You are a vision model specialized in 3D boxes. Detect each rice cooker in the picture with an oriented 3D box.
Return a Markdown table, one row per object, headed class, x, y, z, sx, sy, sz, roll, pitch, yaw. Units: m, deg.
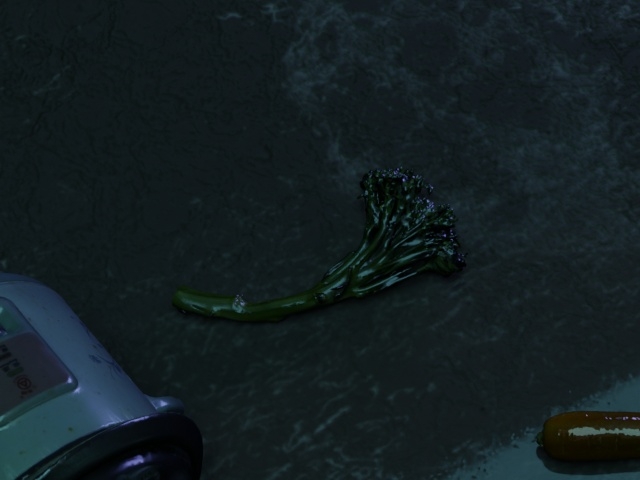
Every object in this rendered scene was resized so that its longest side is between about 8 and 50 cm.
| class | x | y | z | sx | sy | sz | roll | pitch | yaw |
| --- | --- | --- | --- | --- | --- | --- | --- | --- | --- |
| rice cooker | -0.246 | 0.189 | 1.412 | 0.316 | 0.264 | 0.317 | 9 | 44 | -9 |

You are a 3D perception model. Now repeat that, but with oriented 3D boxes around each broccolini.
| class | x | y | z | sx | sy | sz | roll | pitch | yaw |
| --- | --- | --- | --- | --- | --- | --- | --- | --- | --- |
| broccolini | -0.008 | 0.003 | 1.582 | 0.271 | 0.062 | 0.123 | -14 | 56 | 4 |

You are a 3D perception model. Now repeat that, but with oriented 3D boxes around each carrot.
| class | x | y | z | sx | sy | sz | roll | pitch | yaw |
| --- | --- | --- | --- | --- | --- | --- | --- | --- | --- |
| carrot | 0.307 | 0.166 | 1.479 | 0.247 | 0.043 | 0.043 | 0 | 67 | 4 |
